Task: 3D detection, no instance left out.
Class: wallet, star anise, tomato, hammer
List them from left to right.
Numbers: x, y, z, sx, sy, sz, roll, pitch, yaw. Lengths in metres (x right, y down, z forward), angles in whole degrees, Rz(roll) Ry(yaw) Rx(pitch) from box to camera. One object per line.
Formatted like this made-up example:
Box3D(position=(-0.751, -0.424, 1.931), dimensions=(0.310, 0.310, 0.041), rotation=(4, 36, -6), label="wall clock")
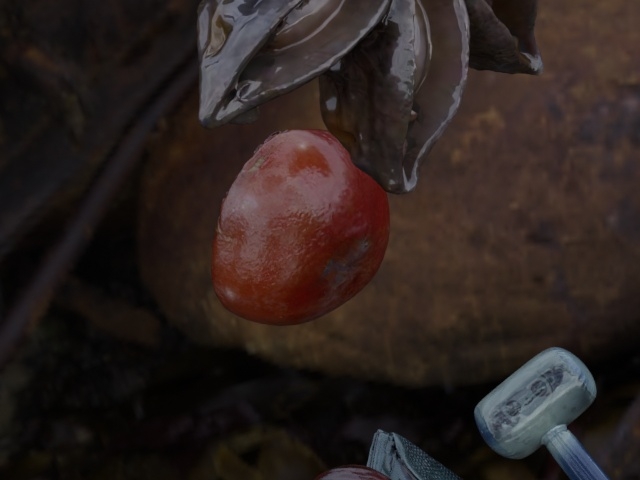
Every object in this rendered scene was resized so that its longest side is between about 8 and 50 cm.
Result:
Box3D(position=(0.000, 0.000, 1.254), dimensions=(0.155, 0.155, 0.069), rotation=(-36, 46, -23), label="tomato")
Box3D(position=(0.013, -0.114, 0.658), dimensions=(0.073, 0.212, 0.197), rotation=(12, 62, 47), label="star anise")
Box3D(position=(0.099, 0.229, 1.592), dimensions=(0.129, 0.026, 0.088), rotation=(34, 33, -12), label="wallet")
Box3D(position=(0.232, 0.195, 1.597), dimensions=(0.116, 0.069, 0.194), rotation=(-40, 64, 6), label="hammer")

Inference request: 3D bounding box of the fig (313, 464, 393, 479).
Box3D(position=(0.036, 0.245, 1.425), dimensions=(0.150, 0.128, 0.128), rotation=(-4, 37, 48), label="fig")
